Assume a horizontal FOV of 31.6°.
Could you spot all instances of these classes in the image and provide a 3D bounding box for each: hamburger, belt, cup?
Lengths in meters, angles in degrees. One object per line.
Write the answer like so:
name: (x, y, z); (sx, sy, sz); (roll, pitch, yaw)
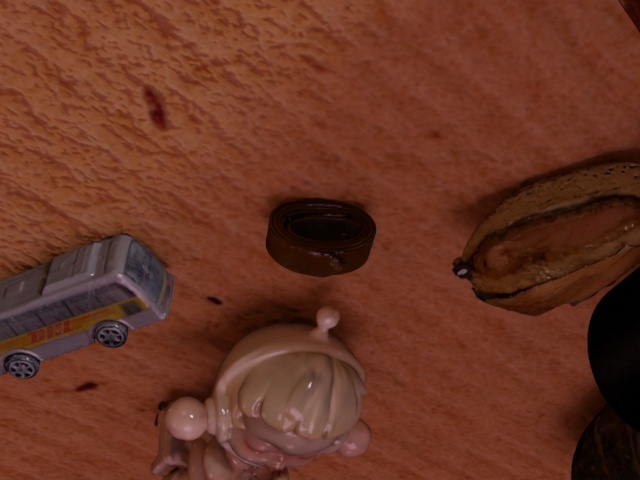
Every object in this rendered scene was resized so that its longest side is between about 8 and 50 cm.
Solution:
hamburger: (0.193, 0.003, 0.889); (0.176, 0.087, 0.102); (-27, 154, 8)
belt: (0.000, 0.000, 0.874); (0.083, 0.059, 0.036); (2, 139, -10)
cup: (0.344, 0.063, 0.876); (0.239, 0.166, 0.177); (-6, 158, -26)

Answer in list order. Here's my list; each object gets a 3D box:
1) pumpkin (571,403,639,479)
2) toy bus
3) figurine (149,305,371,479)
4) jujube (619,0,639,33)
pumpkin: (0.381, 0.234, 1.092); (0.260, 0.189, 0.260); (-3, 138, -3)
toy bus: (-0.216, 0.056, 0.919); (0.190, 0.064, 0.075); (-21, 125, 17)
figurine: (-0.042, 0.158, 1.011); (0.182, 0.144, 0.256); (36, 130, -13)
jujube: (0.313, -0.201, 0.570); (0.342, 0.216, 0.216); (-34, 133, 19)
